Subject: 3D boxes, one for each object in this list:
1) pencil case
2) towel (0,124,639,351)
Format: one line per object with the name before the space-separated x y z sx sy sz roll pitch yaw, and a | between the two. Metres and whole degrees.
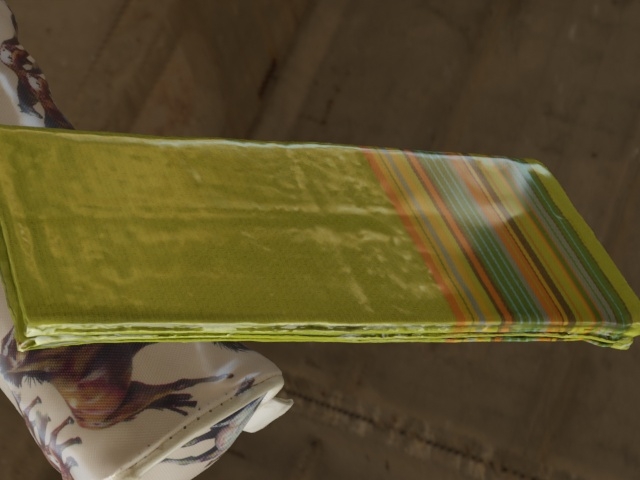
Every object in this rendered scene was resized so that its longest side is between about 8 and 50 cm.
pencil case | -0.198 0.000 1.018 0.160 0.183 0.410 -43 -107 16
towel | 0.000 0.000 0.506 0.237 0.021 0.102 2 -140 -27
